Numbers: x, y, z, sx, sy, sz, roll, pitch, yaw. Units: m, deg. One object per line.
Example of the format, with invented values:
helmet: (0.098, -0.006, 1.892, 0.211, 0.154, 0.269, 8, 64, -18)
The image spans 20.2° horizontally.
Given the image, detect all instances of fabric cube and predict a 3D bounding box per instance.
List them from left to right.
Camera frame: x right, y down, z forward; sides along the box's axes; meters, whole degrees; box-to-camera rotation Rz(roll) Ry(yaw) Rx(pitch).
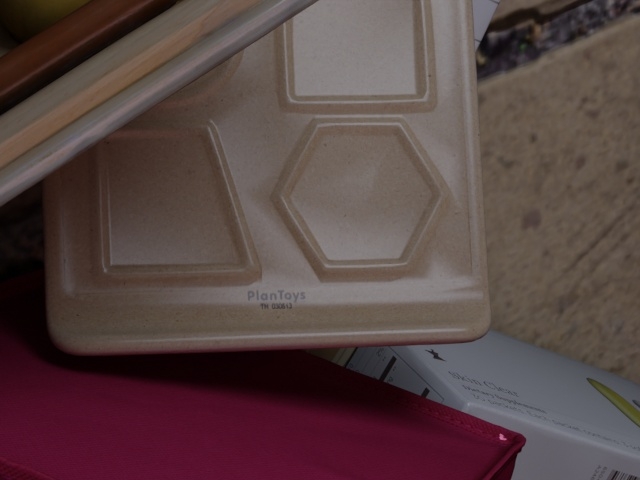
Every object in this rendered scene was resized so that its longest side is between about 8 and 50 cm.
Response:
fabric cube: (-0.089, 0.185, 0.761, 0.259, 0.254, 0.258, -22, 131, -69)

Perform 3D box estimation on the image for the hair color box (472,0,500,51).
hair color box: (0.053, -0.162, 0.867, 0.093, 0.053, 0.167, 18, 102, -36)

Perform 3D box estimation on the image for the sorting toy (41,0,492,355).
sorting toy: (-0.026, -0.053, 0.788, 0.193, 0.038, 0.208, -1, 78, -10)

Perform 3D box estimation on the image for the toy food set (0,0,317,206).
toy food set: (-0.132, -0.117, 0.670, 0.306, 0.220, 0.092, -34, 127, -12)

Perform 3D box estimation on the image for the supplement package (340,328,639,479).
supplement package: (0.087, 0.167, 0.997, 0.262, 0.145, 0.204, 20, 103, -38)

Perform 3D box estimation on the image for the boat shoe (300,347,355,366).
boat shoe: (0.000, 0.000, 0.916, 0.059, 0.063, 0.170, 20, 93, -34)
